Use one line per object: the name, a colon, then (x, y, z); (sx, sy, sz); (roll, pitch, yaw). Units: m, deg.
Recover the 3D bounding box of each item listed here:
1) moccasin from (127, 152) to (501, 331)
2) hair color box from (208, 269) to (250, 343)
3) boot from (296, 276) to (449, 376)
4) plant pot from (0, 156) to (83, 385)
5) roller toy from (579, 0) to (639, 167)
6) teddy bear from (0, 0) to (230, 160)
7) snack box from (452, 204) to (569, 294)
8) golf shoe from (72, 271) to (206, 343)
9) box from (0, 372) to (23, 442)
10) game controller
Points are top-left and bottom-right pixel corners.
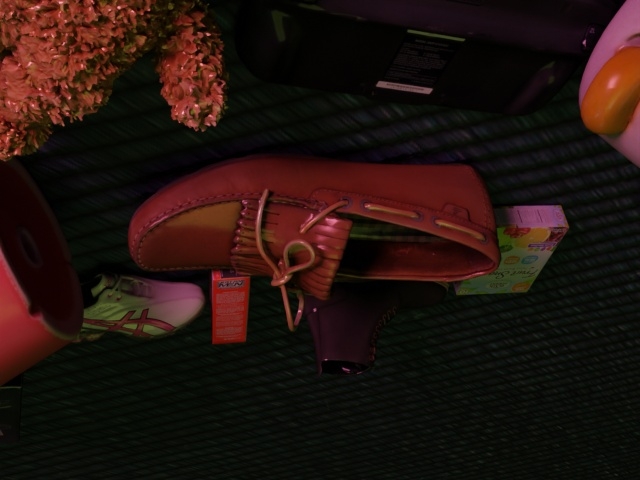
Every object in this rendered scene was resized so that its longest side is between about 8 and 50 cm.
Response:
moccasin: (-0.001, 0.002, 0.843); (0.380, 0.147, 0.139); (2, 143, -17)
hair color box: (-0.107, 0.055, 0.954); (0.043, 0.072, 0.141); (-3, 143, -11)
boot: (0.073, 0.105, 1.014); (0.198, 0.137, 0.077); (-2, 144, -13)
plant pot: (-0.365, 0.044, 0.732); (0.243, 0.275, 0.275); (-21, 144, -1)
roller toy: (0.322, -0.143, 0.696); (0.209, 0.146, 0.191); (-47, 150, 8)
teddy bear: (-0.168, -0.166, 0.570); (0.338, 0.113, 0.245); (-10, 125, 10)
snack box: (0.229, 0.014, 1.014); (0.100, 0.037, 0.141); (0, 144, -13)
golf shoe: (-0.226, 0.072, 0.951); (0.186, 0.067, 0.086); (-7, 143, -5)
box: (-0.450, 0.179, 1.019); (0.156, 0.093, 0.158); (4, 141, -19)
game controller: (0.092, -0.179, 0.707); (0.319, 0.067, 0.166); (5, 156, -20)
